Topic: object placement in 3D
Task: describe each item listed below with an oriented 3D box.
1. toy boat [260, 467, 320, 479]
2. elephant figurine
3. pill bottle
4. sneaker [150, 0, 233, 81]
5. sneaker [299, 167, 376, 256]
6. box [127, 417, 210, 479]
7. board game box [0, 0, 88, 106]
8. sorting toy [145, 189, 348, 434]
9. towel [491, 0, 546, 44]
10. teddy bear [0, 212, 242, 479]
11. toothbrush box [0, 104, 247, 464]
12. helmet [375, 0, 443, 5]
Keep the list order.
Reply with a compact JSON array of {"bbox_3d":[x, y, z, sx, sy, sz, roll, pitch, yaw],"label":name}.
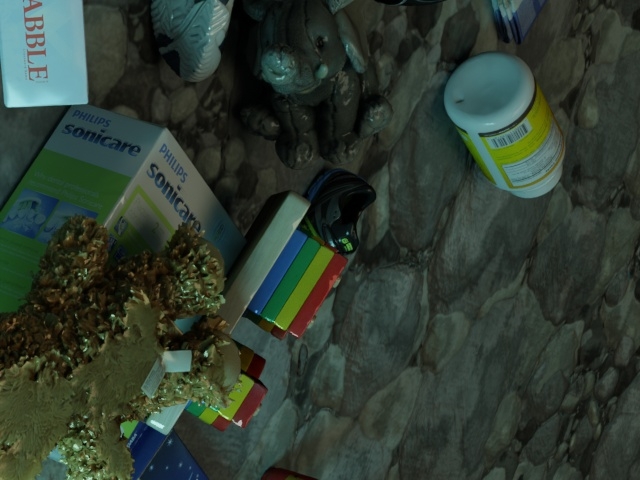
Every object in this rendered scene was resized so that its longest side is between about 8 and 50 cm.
[{"bbox_3d":[0.003,0.418,2.210,0.267,0.148,0.318,-39,136,-41],"label":"toy boat"},{"bbox_3d":[-0.011,-0.197,1.852,0.169,0.186,0.239,-35,147,-13],"label":"elephant figurine"},{"bbox_3d":[0.242,-0.141,2.323,0.117,0.117,0.215,-61,147,-16],"label":"pill bottle"},{"bbox_3d":[-0.081,-0.276,1.776,0.153,0.094,0.235,-13,106,-45],"label":"sneaker"},{"bbox_3d":[0.000,0.000,2.058,0.188,0.078,0.067,-58,146,-21],"label":"sneaker"},{"bbox_3d":[-0.181,0.289,1.969,0.136,0.036,0.225,-57,144,-23],"label":"box"},{"bbox_3d":[-0.223,-0.307,1.380,0.066,0.318,0.318,-5,117,-8],"label":"board game box"},{"bbox_3d":[-0.071,0.083,1.816,0.257,0.089,0.255,-58,-175,-3],"label":"sorting toy"},{"bbox_3d":[0.254,-0.408,2.288,0.209,0.034,0.285,-58,148,-24],"label":"towel"},{"bbox_3d":[-0.196,0.100,1.560,0.338,0.113,0.245,-41,125,-39],"label":"teddy bear"},{"bbox_3d":[-0.218,0.047,1.707,0.283,0.122,0.206,-60,147,-21],"label":"toothbrush box"},{"bbox_3d":[0.121,-0.345,1.993,0.161,0.169,0.169,-29,130,-28],"label":"helmet"}]
